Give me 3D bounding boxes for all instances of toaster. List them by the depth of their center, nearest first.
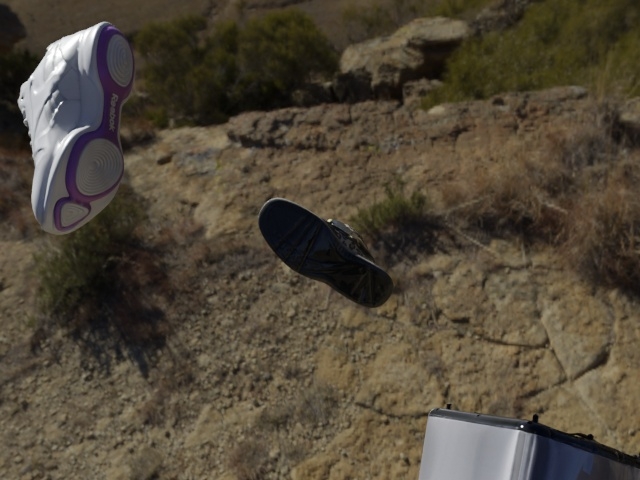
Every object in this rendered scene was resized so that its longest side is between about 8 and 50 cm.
[{"bbox_3d":[0.208,0.232,0.636,0.185,0.168,0.110,-20,51,64],"label":"toaster"}]

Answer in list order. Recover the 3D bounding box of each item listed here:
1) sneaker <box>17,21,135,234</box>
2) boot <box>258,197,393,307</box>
[{"bbox_3d":[-0.347,-0.150,0.925,0.152,0.114,0.305,-2,69,21],"label":"sneaker"},{"bbox_3d":[0.000,0.002,1.057,0.085,0.236,0.178,-52,15,10],"label":"boot"}]
